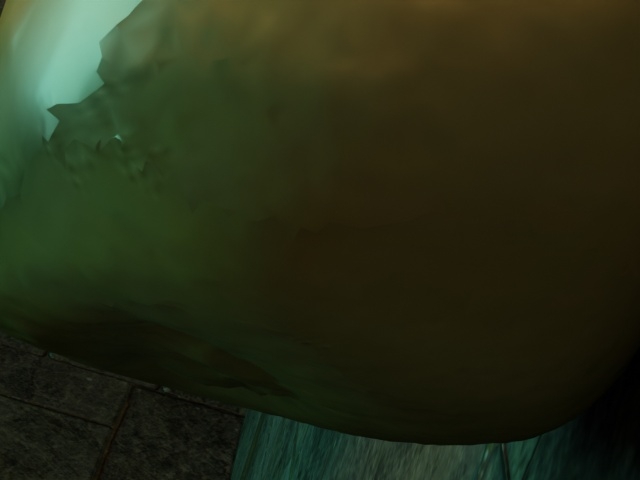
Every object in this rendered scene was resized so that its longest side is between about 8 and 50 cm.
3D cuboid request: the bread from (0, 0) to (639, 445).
[{"bbox_3d":[0.037,-0.120,0.512,0.348,0.253,0.376,137,148,-74],"label":"bread"}]
